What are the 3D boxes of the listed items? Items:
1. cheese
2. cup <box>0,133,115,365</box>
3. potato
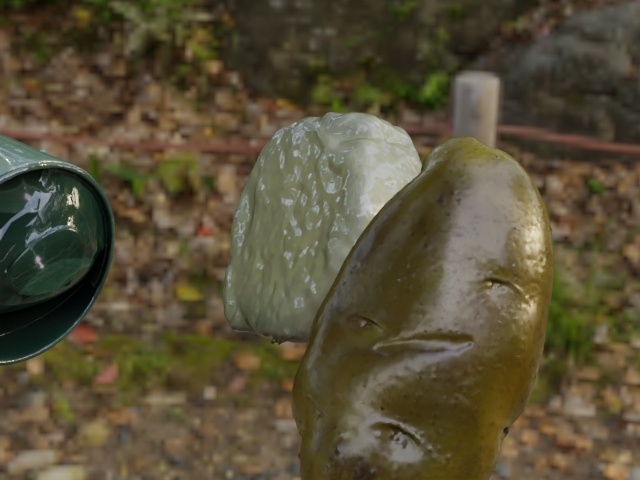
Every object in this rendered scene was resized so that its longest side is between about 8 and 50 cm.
[{"bbox_3d":[0.000,0.000,2.030,0.115,0.326,0.318,14,34,-30],"label":"cheese"},{"bbox_3d":[-0.527,-0.066,2.468,0.310,0.401,0.392,-19,36,-41],"label":"cup"},{"bbox_3d":[0.099,0.087,1.533,0.176,0.369,0.195,23,-3,-41],"label":"potato"}]
